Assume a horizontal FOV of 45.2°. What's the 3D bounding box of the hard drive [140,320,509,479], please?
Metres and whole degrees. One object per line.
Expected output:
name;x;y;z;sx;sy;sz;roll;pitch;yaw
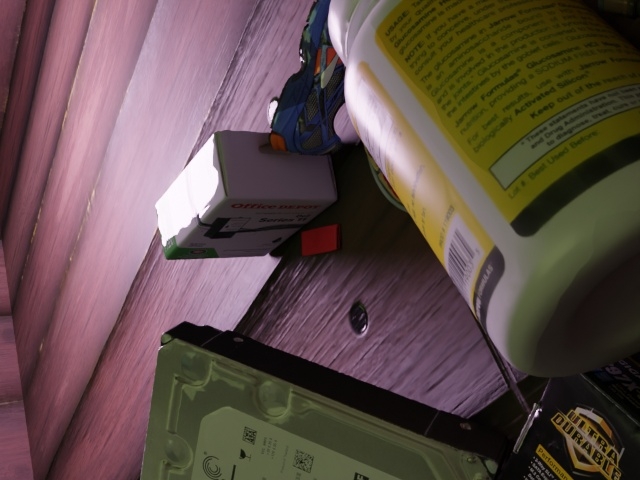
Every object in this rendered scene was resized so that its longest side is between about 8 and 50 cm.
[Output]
hard drive;-0.016;0.238;0.741;0.339;0.064;0.237;19;109;20

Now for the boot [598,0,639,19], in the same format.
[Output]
boot;0.266;-0.233;0.472;0.106;0.082;0.219;26;103;27

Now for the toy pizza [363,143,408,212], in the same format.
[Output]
toy pizza;0.095;-0.126;0.760;0.201;0.032;0.201;1;91;58

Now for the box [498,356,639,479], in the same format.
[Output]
box;0.235;0.267;0.495;0.322;0.079;0.257;47;127;48

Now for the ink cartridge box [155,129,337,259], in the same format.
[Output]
ink cartridge box;-0.096;-0.050;0.957;0.208;0.153;0.087;-37;60;54

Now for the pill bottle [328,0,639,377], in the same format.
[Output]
pill bottle;0.133;-0.086;0.552;0.334;0.188;0.188;62;139;36

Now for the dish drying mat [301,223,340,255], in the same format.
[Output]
dish drying mat;0.000;0.000;0.939;0.083;0.008;0.032;-12;79;59

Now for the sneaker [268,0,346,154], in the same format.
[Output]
sneaker;0.017;-0.195;0.855;0.083;0.087;0.221;-66;-4;-82
